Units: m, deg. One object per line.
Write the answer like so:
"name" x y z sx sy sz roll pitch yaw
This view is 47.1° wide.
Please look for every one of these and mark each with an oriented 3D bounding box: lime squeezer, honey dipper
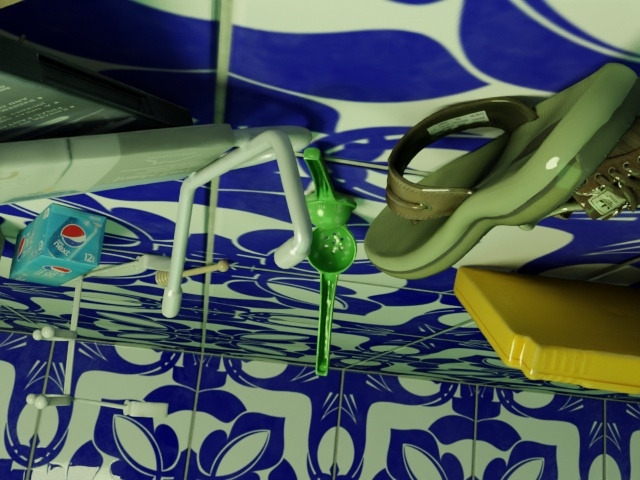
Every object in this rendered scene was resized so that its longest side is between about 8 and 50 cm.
"lime squeezer" 0.000 0.000 0.748 0.059 0.110 0.310 18 138 18
"honey dipper" -0.196 0.049 1.126 0.161 0.030 0.030 -11 158 43

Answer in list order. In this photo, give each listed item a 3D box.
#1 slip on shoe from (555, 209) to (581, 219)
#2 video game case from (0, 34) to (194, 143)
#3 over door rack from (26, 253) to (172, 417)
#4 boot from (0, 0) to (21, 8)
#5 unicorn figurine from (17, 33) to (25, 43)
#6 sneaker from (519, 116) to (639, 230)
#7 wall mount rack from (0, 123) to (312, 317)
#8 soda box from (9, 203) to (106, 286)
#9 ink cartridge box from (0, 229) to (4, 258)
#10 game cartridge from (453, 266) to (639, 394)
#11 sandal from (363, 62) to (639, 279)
"slip on shoe" 0.200 -0.038 0.620 0.051 0.041 0.135 18 161 -38
"video game case" -0.221 -0.066 0.463 0.196 0.026 0.274 -16 178 13
"over door rack" -0.366 0.146 1.158 0.324 0.239 0.108 -7 166 41
"boot" -0.067 -0.157 0.231 0.305 0.112 0.115 -4 133 46
"unicorn figurine" -0.282 -0.094 0.513 0.162 0.060 0.111 -26 -150 -20
"sneaker" 0.213 -0.044 0.503 0.066 0.071 0.188 37 154 -21
"wall mount rack" -0.173 0.008 0.554 0.350 0.130 0.304 -11 176 -31
"soda box" -0.350 0.012 0.968 0.071 0.067 0.210 14 163 -30
"ink cartridge box" -0.471 0.023 0.982 0.062 0.104 0.181 10 165 -16
"game cartridge" 0.342 0.107 0.859 0.324 0.052 0.285 6 -167 -3
"sandal" 0.100 -0.055 0.512 0.086 0.120 0.303 36 158 -5
